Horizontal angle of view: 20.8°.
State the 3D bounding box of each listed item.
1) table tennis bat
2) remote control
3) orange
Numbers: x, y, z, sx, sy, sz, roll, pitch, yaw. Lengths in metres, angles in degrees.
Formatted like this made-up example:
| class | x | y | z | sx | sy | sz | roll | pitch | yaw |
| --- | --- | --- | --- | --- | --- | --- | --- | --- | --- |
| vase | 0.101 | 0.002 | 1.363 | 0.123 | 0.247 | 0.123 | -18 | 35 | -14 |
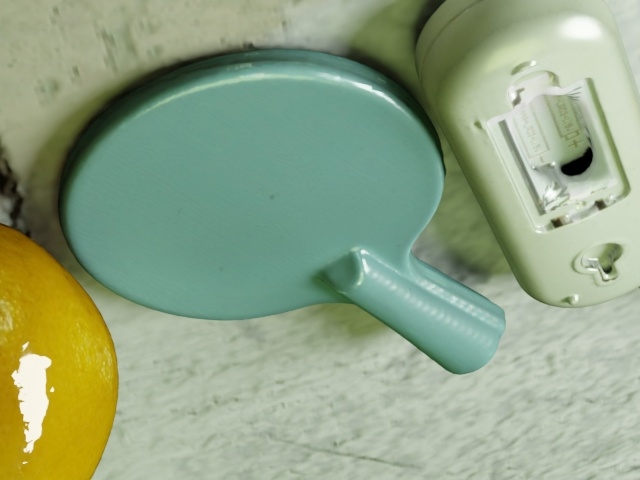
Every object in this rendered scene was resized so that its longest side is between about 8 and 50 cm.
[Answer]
| class | x | y | z | sx | sy | sz | roll | pitch | yaw |
| --- | --- | --- | --- | --- | --- | --- | --- | --- | --- |
| table tennis bat | 0.000 | 0.000 | 0.729 | 0.153 | 0.040 | 0.244 | -33 | 139 | 24 |
| remote control | 0.099 | -0.034 | 0.720 | 0.078 | 0.042 | 0.221 | -24 | 145 | 7 |
| orange | -0.153 | 0.067 | 0.665 | 0.159 | 0.136 | 0.159 | -12 | 142 | -9 |
